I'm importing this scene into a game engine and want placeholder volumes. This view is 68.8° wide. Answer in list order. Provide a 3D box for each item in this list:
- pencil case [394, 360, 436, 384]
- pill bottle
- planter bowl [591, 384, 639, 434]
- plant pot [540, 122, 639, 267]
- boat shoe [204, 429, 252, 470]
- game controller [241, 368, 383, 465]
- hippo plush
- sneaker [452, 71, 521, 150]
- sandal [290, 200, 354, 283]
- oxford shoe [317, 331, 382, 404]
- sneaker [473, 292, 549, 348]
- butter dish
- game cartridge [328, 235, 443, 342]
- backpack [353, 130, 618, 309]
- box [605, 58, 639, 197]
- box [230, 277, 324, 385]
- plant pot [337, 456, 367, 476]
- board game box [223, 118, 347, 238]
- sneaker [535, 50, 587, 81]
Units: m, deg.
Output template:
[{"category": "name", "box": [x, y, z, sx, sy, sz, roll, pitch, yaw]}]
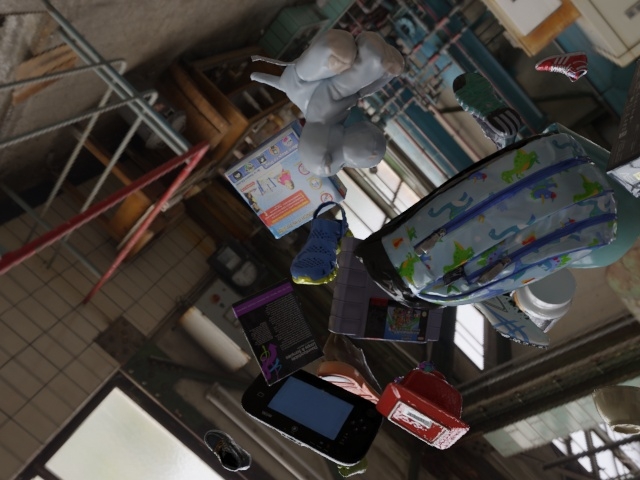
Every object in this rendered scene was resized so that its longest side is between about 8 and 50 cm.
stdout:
[{"category": "pencil case", "box": [0.300, 0.434, 1.469, 0.064, 0.070, 0.151, -43, 173, -47]}, {"category": "pill bottle", "box": [0.675, 0.180, 1.439, 0.162, 0.162, 0.278, -47, 154, -13]}, {"category": "planter bowl", "box": [0.933, 0.527, 1.432, 0.162, 0.162, 0.109, -36, -147, 46]}, {"category": "plant pot", "box": [0.547, -0.074, 1.021, 0.293, 0.235, 0.293, -63, 172, -16]}, {"category": "boat shoe", "box": [-0.300, 0.646, 1.448, 0.065, 0.183, 0.083, -64, 155, -10]}, {"category": "game controller", "box": [-0.023, 0.389, 1.074, 0.166, 0.319, 0.067, -37, 137, -52]}, {"category": "hippo plush", "box": [0.025, -0.246, 0.897, 0.294, 0.236, 0.234, -6, -177, -9]}, {"category": "sneaker", "box": [0.365, -0.284, 1.054, 0.083, 0.098, 0.223, -22, -126, 2]}, {"category": "sandal", "box": [0.000, 0.000, 1.229, 0.126, 0.138, 0.317, 1, -150, 16]}, {"category": "oxford shoe", "box": [0.101, 0.366, 1.279, 0.130, 0.363, 0.132, -5, -126, 19]}, {"category": "sneaker", "box": [0.414, 0.153, 1.058, 0.085, 0.237, 0.086, 4, 119, -43]}, {"category": "butter dish", "box": [0.209, 0.308, 0.912, 0.118, 0.160, 0.160, -52, 163, -35]}, {"category": "game cartridge", "box": [0.183, 0.133, 1.151, 0.068, 0.355, 0.230, -3, -102, 52]}, {"category": "backpack", "box": [0.285, -0.020, 0.774, 0.355, 0.273, 0.290, -49, 150, 23]}, {"category": "box", "box": [0.443, -0.177, 0.527, 0.232, 0.059, 0.183, -59, -171, -27]}, {"category": "box", "box": [-0.079, 0.166, 0.861, 0.116, 0.162, 0.029, -24, 172, -17]}, {"category": "plant pot", "box": [0.101, 0.749, 1.561, 0.079, 0.083, 0.083, -3, 151, -49]}, {"category": "board game box", "box": [-0.117, -0.203, 1.613, 0.308, 0.302, 0.086, -28, -158, 24]}, {"category": "sneaker", "box": [0.613, -0.435, 1.185, 0.118, 0.067, 0.042, -6, 163, 21]}]
